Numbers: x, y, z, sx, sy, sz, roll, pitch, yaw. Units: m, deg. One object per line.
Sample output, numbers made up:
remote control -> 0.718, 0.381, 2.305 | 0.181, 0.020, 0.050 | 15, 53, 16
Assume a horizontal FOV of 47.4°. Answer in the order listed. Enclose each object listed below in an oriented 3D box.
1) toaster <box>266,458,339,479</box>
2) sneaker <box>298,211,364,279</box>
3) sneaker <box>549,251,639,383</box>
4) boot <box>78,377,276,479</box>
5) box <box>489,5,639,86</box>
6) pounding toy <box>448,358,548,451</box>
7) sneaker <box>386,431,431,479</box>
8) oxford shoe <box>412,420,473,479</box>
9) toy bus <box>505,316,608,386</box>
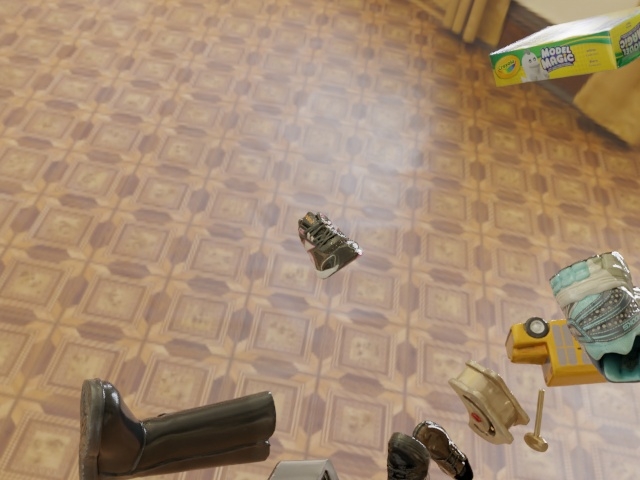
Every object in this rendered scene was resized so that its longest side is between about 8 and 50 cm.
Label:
toaster -> -0.030, 0.474, 1.228 | 0.110, 0.168, 0.186 | -11, 15, 22
sneaker -> 0.000, 0.000, 1.033 | 0.072, 0.077, 0.178 | -35, 14, -11
sneaker -> 0.353, 0.119, 0.871 | 0.283, 0.110, 0.122 | 28, 45, -48
boot -> -0.307, 0.413, 1.648 | 0.445, 0.367, 0.146 | -1, 50, -21
box -> 0.274, -0.201, 0.749 | 0.105, 0.043, 0.179 | -29, 20, -27
pounding toy -> 0.431, 0.386, 1.746 | 0.155, 0.154, 0.269 | -42, 107, -20
sneaker -> 0.100, 0.313, 0.892 | 0.051, 0.170, 0.089 | 13, 51, 27
oxford shoe -> 0.305, 0.510, 1.759 | 0.083, 0.227, 0.096 | -51, 31, -9
toy bus -> 0.570, 0.230, 1.542 | 0.332, 0.108, 0.130 | -5, 61, 3
